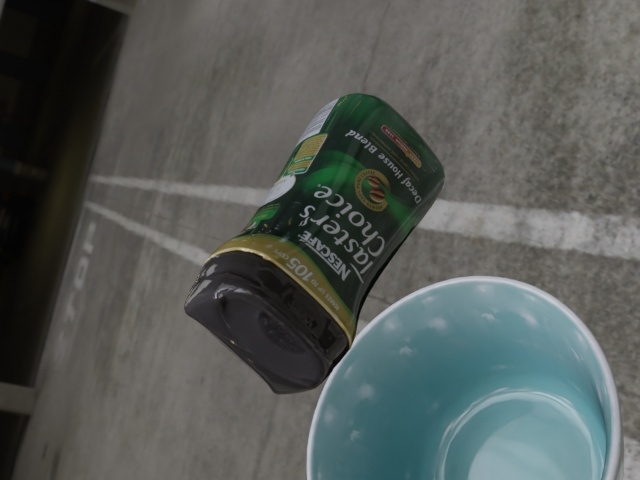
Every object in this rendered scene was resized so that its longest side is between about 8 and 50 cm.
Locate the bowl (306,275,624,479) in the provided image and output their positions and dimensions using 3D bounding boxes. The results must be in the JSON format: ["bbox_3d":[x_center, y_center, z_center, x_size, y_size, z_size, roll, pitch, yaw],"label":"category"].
[{"bbox_3d":[0.158,0.205,0.837,0.312,0.163,0.311,-21,52,29],"label":"bowl"}]

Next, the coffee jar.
[{"bbox_3d":[0.000,0.000,0.541,0.079,0.096,0.184,-22,29,52],"label":"coffee jar"}]
